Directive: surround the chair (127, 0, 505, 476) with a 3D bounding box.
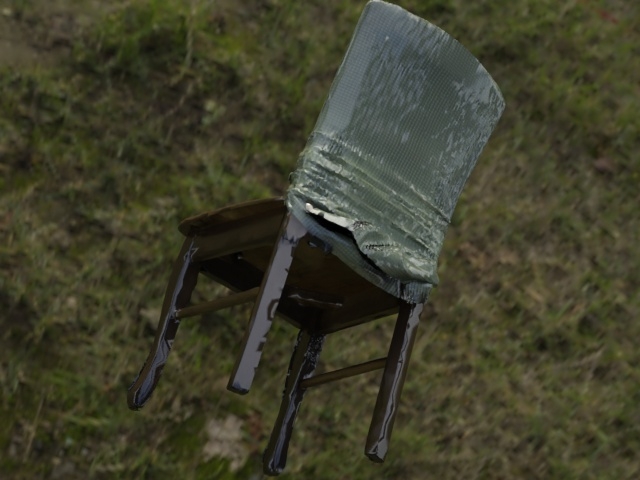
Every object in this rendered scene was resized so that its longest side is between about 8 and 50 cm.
[{"bbox_3d":[0.000,0.000,1.067,0.160,0.186,0.319,31,63,-26],"label":"chair"}]
